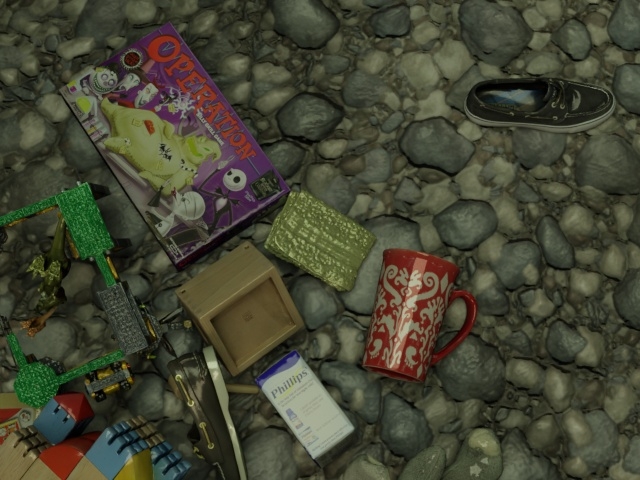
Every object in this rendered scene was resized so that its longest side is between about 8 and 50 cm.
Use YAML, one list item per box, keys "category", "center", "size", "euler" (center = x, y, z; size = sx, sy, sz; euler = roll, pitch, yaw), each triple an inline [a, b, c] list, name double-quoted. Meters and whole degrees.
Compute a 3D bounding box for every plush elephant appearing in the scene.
- category: "plush elephant"
  center: [0.153, 0.383, 1.428]
  size: [0.330, 0.255, 0.272]
  euler: [-21, 69, -6]

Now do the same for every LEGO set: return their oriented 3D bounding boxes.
- category: "LEGO set"
  center: [-0.357, 0.067, 1.619]
  size: [0.255, 0.192, 0.331]
  euler: [-31, 90, 0]

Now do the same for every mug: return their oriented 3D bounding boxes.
- category: "mug"
  center: [0.139, 0.112, 1.604]
  size: [0.150, 0.113, 0.169]
  euler: [14, 77, 9]

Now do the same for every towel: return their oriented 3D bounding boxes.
- category: "towel"
  center: [0.000, 0.000, 1.675]
  size: [0.148, 0.027, 0.110]
  euler: [29, 74, -4]

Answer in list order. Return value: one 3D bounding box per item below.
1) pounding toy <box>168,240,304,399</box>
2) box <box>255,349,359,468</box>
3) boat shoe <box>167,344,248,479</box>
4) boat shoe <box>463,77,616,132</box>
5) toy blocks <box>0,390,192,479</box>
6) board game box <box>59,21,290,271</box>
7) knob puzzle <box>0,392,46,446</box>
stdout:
- category: "pounding toy"
  center: [-0.137, 0.134, 1.609]
  size: [0.206, 0.181, 0.094]
  euler: [-35, 41, -12]
- category: "box"
  center: [-0.017, 0.233, 1.563]
  size: [0.072, 0.126, 0.137]
  euler: [-36, 73, -7]
- category: "boat shoe"
  center: [-0.149, 0.252, 1.545]
  size: [0.069, 0.081, 0.227]
  euler: [-15, 110, -7]
- category: "boat shoe"
  center: [0.332, -0.214, 1.715]
  size: [0.229, 0.076, 0.080]
  euler: [4, 73, 4]
- category: "toy blocks"
  center: [-0.280, 0.341, 1.458]
  size: [0.381, 0.191, 0.261]
  euler: [42, 103, 12]
- category: "board game box"
  center: [-0.223, -0.147, 1.739]
  size: [0.208, 0.056, 0.347]
  euler: [-33, 73, -12]
- category: "knob puzzle"
  center: [-0.464, 0.314, 1.610]
  size: [0.213, 0.030, 0.213]
  euler: [-1, 72, 2]
